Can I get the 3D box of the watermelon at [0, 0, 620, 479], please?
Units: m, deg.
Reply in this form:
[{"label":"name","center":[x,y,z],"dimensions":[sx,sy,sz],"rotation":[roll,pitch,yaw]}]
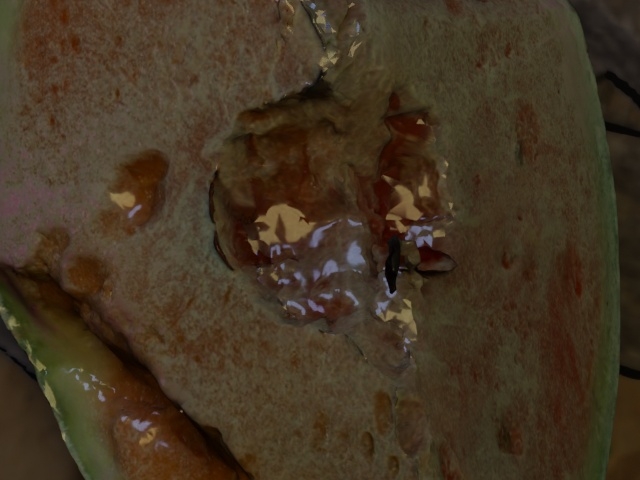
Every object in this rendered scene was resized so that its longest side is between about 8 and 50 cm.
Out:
[{"label":"watermelon","center":[-0.006,0.001,0.665],"dimensions":[0.175,0.188,0.321],"rotation":[-9,88,33]}]
